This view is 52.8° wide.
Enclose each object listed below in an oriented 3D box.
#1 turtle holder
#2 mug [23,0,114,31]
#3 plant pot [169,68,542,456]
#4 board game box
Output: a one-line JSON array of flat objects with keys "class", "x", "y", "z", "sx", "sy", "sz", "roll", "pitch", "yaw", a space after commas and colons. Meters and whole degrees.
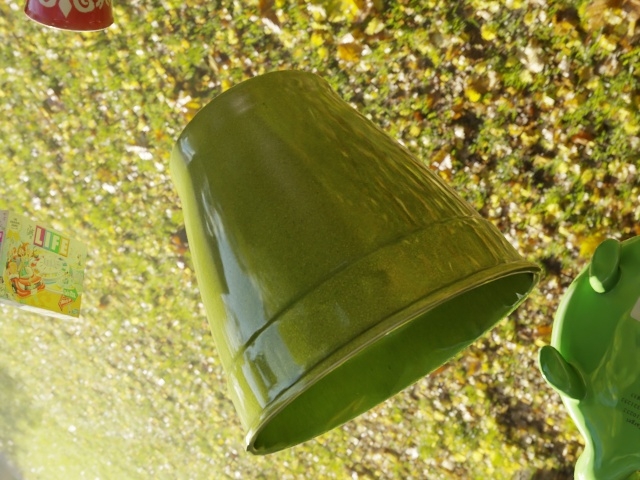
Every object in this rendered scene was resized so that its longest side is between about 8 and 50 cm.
[{"class": "turtle holder", "x": 0.399, "y": 0.152, "z": 0.726, "sx": 0.244, "sy": 0.227, "sz": 0.320, "roll": -6, "pitch": 81, "yaw": 33}, {"class": "mug", "x": -0.326, "y": -0.378, "z": 0.825, "sx": 0.150, "sy": 0.113, "sz": 0.169, "roll": 49, "pitch": 138, "yaw": 37}, {"class": "plant pot", "x": 0.000, "y": 0.000, "z": 0.764, "sx": 0.353, "sy": 0.367, "sz": 0.366, "roll": 59, "pitch": 149, "yaw": 22}, {"class": "board game box", "x": -0.350, "y": 0.035, "z": 0.799, "sx": 0.026, "sy": 0.103, "sz": 0.154, "roll": -4, "pitch": 164, "yaw": 15}]
